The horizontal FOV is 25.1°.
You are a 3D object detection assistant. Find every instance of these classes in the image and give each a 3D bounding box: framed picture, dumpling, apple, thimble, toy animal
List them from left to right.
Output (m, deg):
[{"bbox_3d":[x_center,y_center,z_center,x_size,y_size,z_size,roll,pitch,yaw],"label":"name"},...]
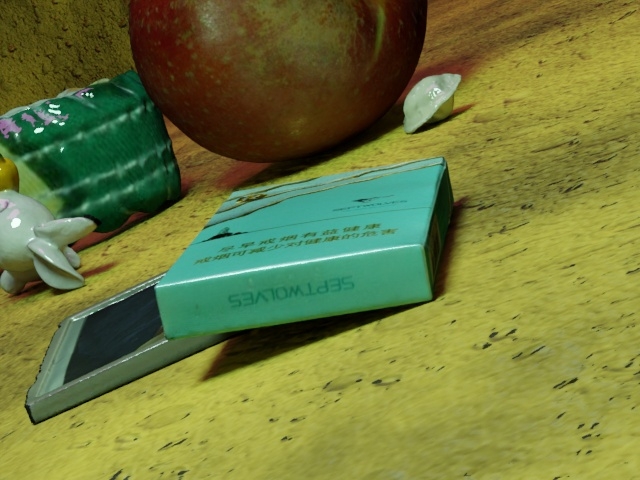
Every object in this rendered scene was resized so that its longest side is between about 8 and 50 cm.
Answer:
[{"bbox_3d":[-0.283,-0.014,1.448,0.127,0.131,0.181,10,-8,-7],"label":"toy animal"},{"bbox_3d":[-0.314,-0.084,1.692,0.288,0.167,0.254,-23,11,-23],"label":"thimble"},{"bbox_3d":[-0.115,0.054,1.055,0.192,0.018,0.265,-25,11,-1],"label":"framed picture"},{"bbox_3d":[-0.050,-0.249,1.539,0.277,0.348,0.348,-21,10,41],"label":"apple"},{"bbox_3d":[0.107,-0.132,1.415,0.077,0.043,0.059,-15,36,26],"label":"dumpling"}]

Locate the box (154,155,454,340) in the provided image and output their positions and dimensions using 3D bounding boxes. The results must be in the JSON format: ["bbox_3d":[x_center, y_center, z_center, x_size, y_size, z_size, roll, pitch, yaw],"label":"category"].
[{"bbox_3d":[0.000,0.000,0.927,0.162,0.041,0.229,-9,14,10],"label":"box"}]
